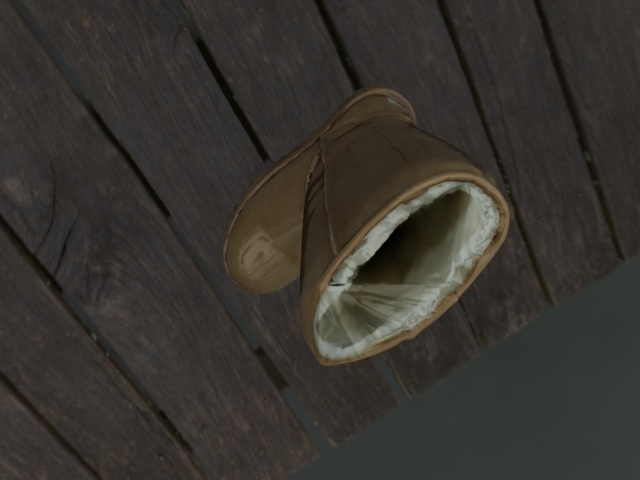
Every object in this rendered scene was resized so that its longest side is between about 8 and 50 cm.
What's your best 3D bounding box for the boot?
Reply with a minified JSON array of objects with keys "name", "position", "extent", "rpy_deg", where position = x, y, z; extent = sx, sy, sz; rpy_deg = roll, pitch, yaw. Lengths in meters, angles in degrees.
[{"name":"boot","position":[0.000,0.000,0.481],"extent":[0.089,0.269,0.236],"rpy_deg":[33,109,-16]}]
